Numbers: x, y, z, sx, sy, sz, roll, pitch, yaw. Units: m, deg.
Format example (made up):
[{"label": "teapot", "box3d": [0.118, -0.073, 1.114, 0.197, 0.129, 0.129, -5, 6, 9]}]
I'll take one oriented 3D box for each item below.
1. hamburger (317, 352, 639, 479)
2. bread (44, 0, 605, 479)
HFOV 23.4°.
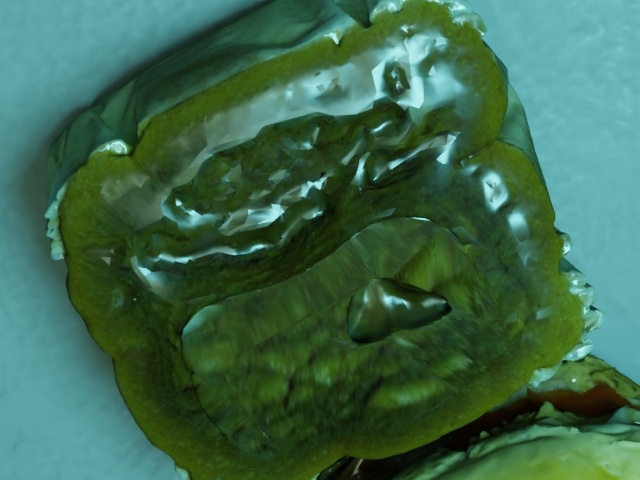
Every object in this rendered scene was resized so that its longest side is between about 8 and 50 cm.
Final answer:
[{"label": "hamburger", "box3d": [0.106, 0.177, 0.705, 0.244, 0.163, 0.244, -1, 113, -3]}, {"label": "bread", "box3d": [-0.002, 0.001, 0.662, 0.209, 0.110, 0.192, -24, 111, 6]}]
